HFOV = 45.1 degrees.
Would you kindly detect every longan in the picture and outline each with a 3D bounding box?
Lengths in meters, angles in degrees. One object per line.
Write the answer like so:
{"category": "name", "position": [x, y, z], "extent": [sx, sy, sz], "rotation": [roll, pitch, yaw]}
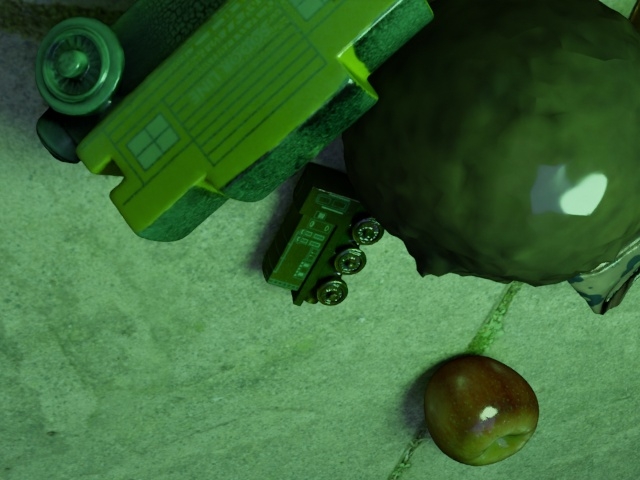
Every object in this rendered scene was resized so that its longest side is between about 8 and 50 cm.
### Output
{"category": "longan", "position": [0.227, -0.115, 0.926], "extent": [0.391, 0.391, 0.391], "rotation": [-10, 130, -12]}

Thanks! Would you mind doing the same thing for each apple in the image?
{"category": "apple", "position": [0.296, 0.316, 1.446], "extent": [0.210, 0.173, 0.235], "rotation": [-26, 141, -4]}

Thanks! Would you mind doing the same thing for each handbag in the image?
{"category": "handbag", "position": [0.474, -0.013, 1.238], "extent": [0.251, 0.190, 0.193], "rotation": [-35, 141, 4]}

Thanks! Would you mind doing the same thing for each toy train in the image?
{"category": "toy train", "position": [-0.092, -0.190, 0.802], "extent": [0.442, 0.272, 0.179], "rotation": [-40, 172, 13]}
{"category": "toy train", "position": [0.000, 0.000, 1.135], "extent": [0.137, 0.090, 0.225], "rotation": [16, 121, -22]}

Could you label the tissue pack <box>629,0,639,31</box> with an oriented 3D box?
{"category": "tissue pack", "position": [0.581, -0.227, 1.087], "extent": [0.274, 0.194, 0.145], "rotation": [1, 127, -20]}
